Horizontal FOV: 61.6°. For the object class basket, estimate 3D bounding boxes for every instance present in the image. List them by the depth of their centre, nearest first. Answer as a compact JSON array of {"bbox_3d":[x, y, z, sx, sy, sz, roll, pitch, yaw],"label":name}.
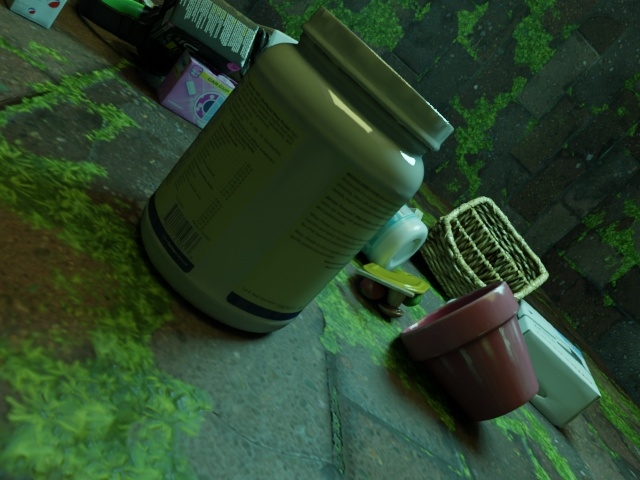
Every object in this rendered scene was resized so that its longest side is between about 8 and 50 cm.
[{"bbox_3d":[0.437,0.048,1.476,0.299,0.223,0.213,58,27,14],"label":"basket"}]

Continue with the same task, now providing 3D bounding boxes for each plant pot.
[{"bbox_3d":[0.263,0.191,0.905,0.180,0.201,0.201,61,20,7],"label":"plant pot"}]

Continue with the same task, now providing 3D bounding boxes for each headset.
[{"bbox_3d":[-0.318,-0.468,1.182,0.394,0.185,0.243,24,23,-19],"label":"headset"}]

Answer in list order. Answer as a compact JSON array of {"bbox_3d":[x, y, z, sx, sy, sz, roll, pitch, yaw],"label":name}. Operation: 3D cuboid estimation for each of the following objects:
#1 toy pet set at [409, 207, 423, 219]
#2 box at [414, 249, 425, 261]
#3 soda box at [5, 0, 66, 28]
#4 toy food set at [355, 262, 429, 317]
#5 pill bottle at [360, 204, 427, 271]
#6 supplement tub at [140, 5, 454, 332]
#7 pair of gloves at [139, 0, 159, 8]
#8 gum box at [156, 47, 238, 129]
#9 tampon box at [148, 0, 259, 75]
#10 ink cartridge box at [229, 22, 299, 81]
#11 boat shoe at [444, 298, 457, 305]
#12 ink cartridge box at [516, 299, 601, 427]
[{"bbox_3d":[0.296,-0.071,1.840,0.122,0.065,0.114,33,-16,-37],"label":"toy pet set"},{"bbox_3d":[0.280,-0.010,1.642,0.233,0.044,0.159,30,22,-36],"label":"box"},{"bbox_3d":[-0.512,-0.462,0.926,0.069,0.074,0.216,17,31,-55],"label":"soda box"},{"bbox_3d":[0.132,0.100,1.034,0.128,0.071,0.218,22,9,18],"label":"toy food set"},{"bbox_3d":[0.107,-0.066,1.220,0.264,0.146,0.146,50,18,23],"label":"pill bottle"},{"bbox_3d":[-0.030,-0.075,0.636,0.235,0.325,0.235,39,17,-14],"label":"supplement tub"},{"bbox_3d":[-0.425,-0.584,1.409,0.240,0.042,0.204,47,4,32],"label":"pair of gloves"},{"bbox_3d":[-0.218,-0.281,1.084,0.188,0.107,0.062,28,23,-41],"label":"gum box"},{"bbox_3d":[-0.229,-0.411,1.057,0.161,0.101,0.120,27,-11,-34],"label":"tampon box"},{"bbox_3d":[-0.108,-0.486,1.542,0.285,0.166,0.395,19,16,-32],"label":"ink cartridge box"},{"bbox_3d":[0.365,0.191,1.322,0.219,0.077,0.070,23,-8,-35],"label":"boat shoe"},{"bbox_3d":[0.561,0.299,1.376,0.223,0.129,0.307,45,18,7],"label":"ink cartridge box"}]
